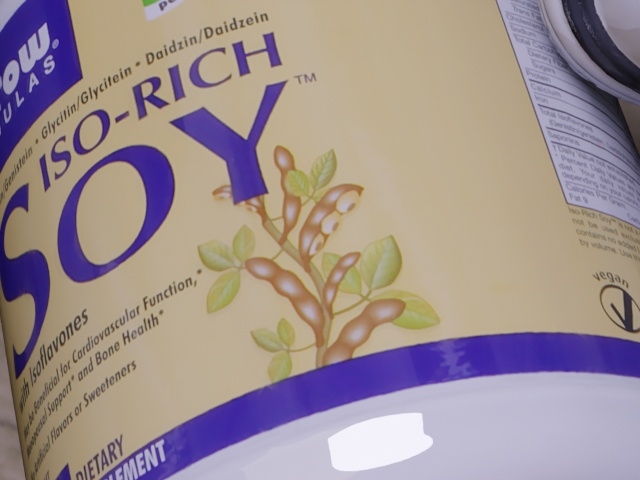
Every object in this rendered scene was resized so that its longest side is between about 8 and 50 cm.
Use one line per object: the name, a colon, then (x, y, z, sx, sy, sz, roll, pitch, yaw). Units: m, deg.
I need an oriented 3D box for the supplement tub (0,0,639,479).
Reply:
supplement tub: (0.000, 0.000, 0.718, 0.241, 0.241, 0.331, -25, 56, 14)

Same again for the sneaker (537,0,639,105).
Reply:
sneaker: (0.262, -0.092, 0.581, 0.365, 0.137, 0.210, -9, 15, -7)
